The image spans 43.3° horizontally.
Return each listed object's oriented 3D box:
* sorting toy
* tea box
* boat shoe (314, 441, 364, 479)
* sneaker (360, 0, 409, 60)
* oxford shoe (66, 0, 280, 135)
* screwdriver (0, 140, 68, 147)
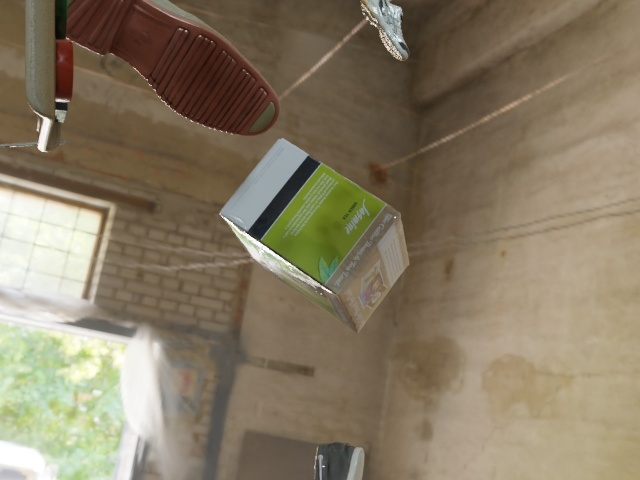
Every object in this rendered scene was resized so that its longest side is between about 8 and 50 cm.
[{"bbox_3d":[-0.276,-0.258,0.832,0.041,0.307,0.229,0,-3,-17],"label":"sorting toy"},{"bbox_3d":[0.000,0.000,1.778,0.323,0.220,0.329,35,-11,19],"label":"tea box"},{"bbox_3d":[0.009,0.566,1.597,0.095,0.335,0.112,6,-27,19],"label":"boat shoe"},{"bbox_3d":[0.078,-0.234,0.868,0.037,0.083,0.032,-29,-9,-7],"label":"sneaker"},{"bbox_3d":[-0.227,-0.307,1.236,0.397,0.146,0.140,34,-64,-23],"label":"oxford shoe"},{"bbox_3d":[-0.433,-0.132,1.105,0.170,0.025,0.024,-9,-41,-12],"label":"screwdriver"}]
